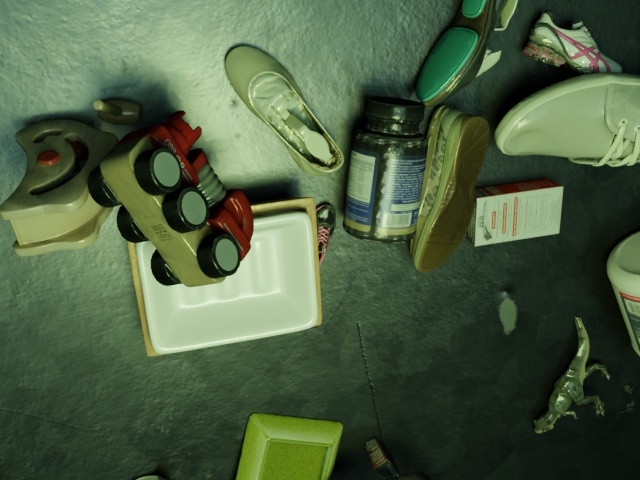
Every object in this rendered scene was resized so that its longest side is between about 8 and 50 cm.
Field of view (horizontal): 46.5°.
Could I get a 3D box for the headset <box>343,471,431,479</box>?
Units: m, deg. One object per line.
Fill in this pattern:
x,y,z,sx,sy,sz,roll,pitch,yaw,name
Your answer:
0.062,0.564,1.351,0.394,0.185,0.243,-13,136,-24,headset

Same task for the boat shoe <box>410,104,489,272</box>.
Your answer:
0.204,-0.084,1.267,0.104,0.089,0.285,-4,117,-42,boat shoe

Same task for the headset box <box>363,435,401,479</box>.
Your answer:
0.121,0.428,1.436,0.032,0.083,0.062,-38,115,1,headset box

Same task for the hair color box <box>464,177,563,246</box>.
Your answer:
0.342,-0.051,1.327,0.167,0.053,0.093,-8,114,-14,hair color box

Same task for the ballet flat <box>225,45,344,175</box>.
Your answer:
-0.049,-0.194,1.145,0.086,0.086,0.248,-41,115,3,ballet flat

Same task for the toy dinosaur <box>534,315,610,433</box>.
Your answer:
0.525,0.292,1.513,0.118,0.064,0.268,14,103,-13,toy dinosaur

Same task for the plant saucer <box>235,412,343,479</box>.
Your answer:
-0.056,0.425,1.385,0.188,0.045,0.188,11,95,-19,plant saucer

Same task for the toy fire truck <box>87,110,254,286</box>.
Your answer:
-0.183,-0.083,1.040,0.158,0.246,0.217,-11,125,35,toy fire truck

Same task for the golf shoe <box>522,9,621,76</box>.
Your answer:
0.432,-0.318,1.239,0.186,0.067,0.086,16,104,-21,golf shoe

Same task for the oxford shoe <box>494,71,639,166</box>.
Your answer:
0.513,-0.188,1.256,0.449,0.130,0.169,-4,149,-15,oxford shoe

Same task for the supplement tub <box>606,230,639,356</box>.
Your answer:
0.671,0.124,1.413,0.191,0.191,0.272,-30,116,-3,supplement tub

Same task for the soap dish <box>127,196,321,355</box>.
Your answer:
-0.149,0.050,1.192,0.291,0.118,0.229,-9,113,-13,soap dish

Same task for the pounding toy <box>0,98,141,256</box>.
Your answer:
-0.359,-0.120,1.016,0.154,0.269,0.155,5,133,7,pounding toy

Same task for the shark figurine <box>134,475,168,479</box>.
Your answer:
-0.257,0.550,1.355,0.166,0.116,0.278,5,96,-34,shark figurine

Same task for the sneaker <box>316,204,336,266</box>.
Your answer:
0.000,0.000,1.249,0.047,0.057,0.119,14,105,-18,sneaker

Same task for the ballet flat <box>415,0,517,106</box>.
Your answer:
0.251,-0.329,1.173,0.096,0.095,0.280,16,106,-33,ballet flat

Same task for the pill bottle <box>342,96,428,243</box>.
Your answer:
0.107,-0.114,1.196,0.123,0.123,0.219,1,109,-16,pill bottle
